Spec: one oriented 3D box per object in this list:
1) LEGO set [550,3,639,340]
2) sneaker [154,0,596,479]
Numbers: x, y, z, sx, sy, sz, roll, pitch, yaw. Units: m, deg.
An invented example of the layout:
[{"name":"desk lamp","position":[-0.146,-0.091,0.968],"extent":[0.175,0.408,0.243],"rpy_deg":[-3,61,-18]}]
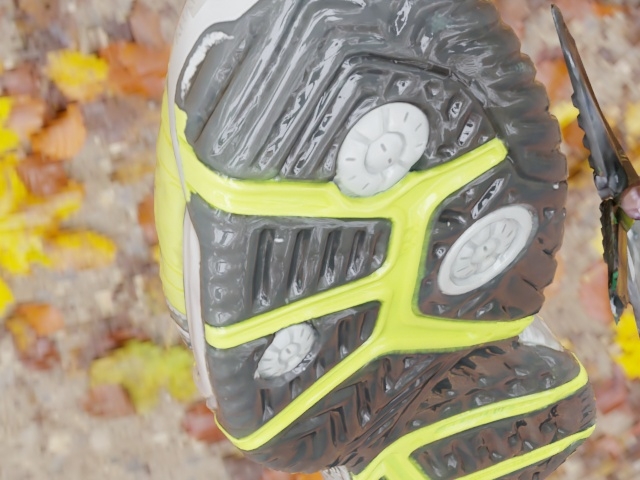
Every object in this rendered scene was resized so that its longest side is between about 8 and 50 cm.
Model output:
[{"name":"LEGO set","position":[0.076,-0.089,0.393],"extent":[0.192,0.255,0.331],"rpy_deg":[-16,114,6]},{"name":"sneaker","position":[0.000,0.000,0.711],"extent":[0.145,0.147,0.384],"rpy_deg":[-34,153,-9]}]
